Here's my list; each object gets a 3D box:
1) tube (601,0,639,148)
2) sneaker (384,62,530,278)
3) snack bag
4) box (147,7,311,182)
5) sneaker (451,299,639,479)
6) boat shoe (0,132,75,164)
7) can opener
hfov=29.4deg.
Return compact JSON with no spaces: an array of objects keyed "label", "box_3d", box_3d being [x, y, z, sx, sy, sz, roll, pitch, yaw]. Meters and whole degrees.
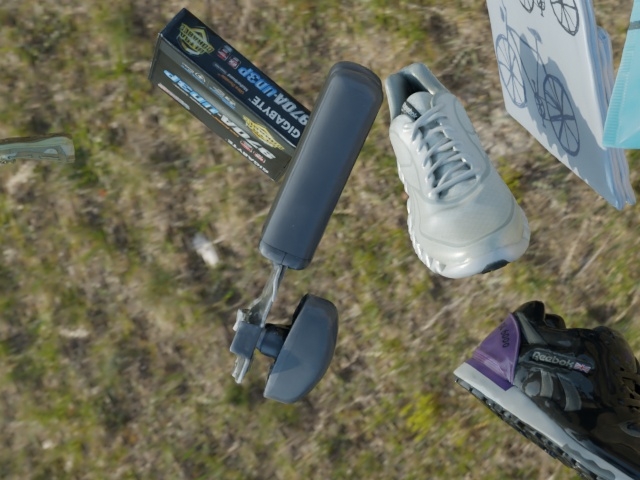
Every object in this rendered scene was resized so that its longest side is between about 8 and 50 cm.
[{"label":"tube","box_3d":[0.193,-0.055,0.360,0.207,0.052,0.080,9,78,23]},{"label":"sneaker","box_3d":[0.117,-0.070,1.170,0.110,0.292,0.118,-23,124,3]},{"label":"snack bag","box_3d":[0.215,-0.235,1.204,0.037,0.323,0.342,-18,114,-3]},{"label":"box","box_3d":[-0.110,-0.177,1.524,0.220,0.051,0.175,39,164,-4]},{"label":"sneaker","box_3d":[0.237,0.135,1.046,0.124,0.107,0.283,-51,41,-3]},{"label":"boat shoe","box_3d":[-0.456,-0.134,1.881,0.056,0.153,0.048,-147,49,-67]},{"label":"can opener","box_3d":[0.000,0.000,0.994,0.095,0.076,0.283,22,107,-6]}]
